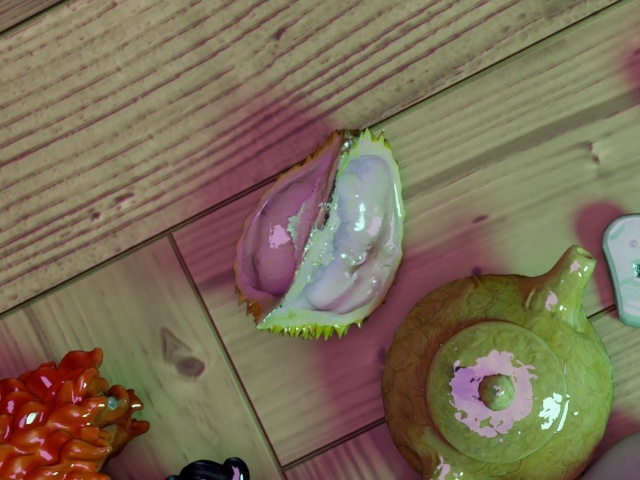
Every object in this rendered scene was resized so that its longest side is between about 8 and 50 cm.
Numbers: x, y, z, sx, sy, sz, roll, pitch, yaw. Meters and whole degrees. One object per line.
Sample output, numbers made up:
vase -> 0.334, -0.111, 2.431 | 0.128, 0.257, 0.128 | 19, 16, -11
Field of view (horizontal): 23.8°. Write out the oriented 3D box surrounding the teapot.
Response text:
teapot -> 0.146, 0.140, 1.316 | 0.203, 0.167, 0.311 | 32, 90, 8

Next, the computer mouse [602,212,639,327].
computer mouse -> 0.287, 0.029, 1.376 | 0.055, 0.032, 0.110 | -10, 94, 8

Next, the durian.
durian -> 0.001, 0.002, 1.367 | 0.165, 0.132, 0.182 | -7, 73, -4

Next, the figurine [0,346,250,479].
figurine -> -0.209, 0.273, 1.344 | 0.411, 0.241, 0.306 | 39, 115, -8

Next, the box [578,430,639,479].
box -> 0.277, 0.313, 1.208 | 0.141, 0.349, 0.289 | 41, 91, -23
